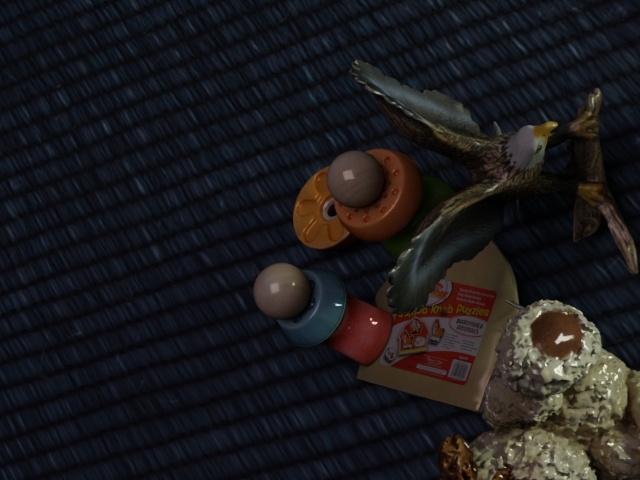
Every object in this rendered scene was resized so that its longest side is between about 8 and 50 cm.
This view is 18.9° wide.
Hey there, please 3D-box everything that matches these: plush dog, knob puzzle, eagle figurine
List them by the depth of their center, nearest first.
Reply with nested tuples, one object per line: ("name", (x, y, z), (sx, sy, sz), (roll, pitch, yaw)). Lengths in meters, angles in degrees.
("plush dog", (0.214, 0.200, 1.859), (0.225, 0.262, 0.210), (-57, 20, -9))
("eagle figurine", (0.154, -0.069, 1.894), (0.226, 0.298, 0.225), (-123, 33, -43))
("knob puzzle", (0.139, 0.076, 2.039), (0.213, 0.030, 0.213), (-18, 59, 34))

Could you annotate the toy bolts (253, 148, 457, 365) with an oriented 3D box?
("toy bolts", (0.000, 0.000, 2.059), (0.218, 0.158, 0.228), (16, 81, 43))
